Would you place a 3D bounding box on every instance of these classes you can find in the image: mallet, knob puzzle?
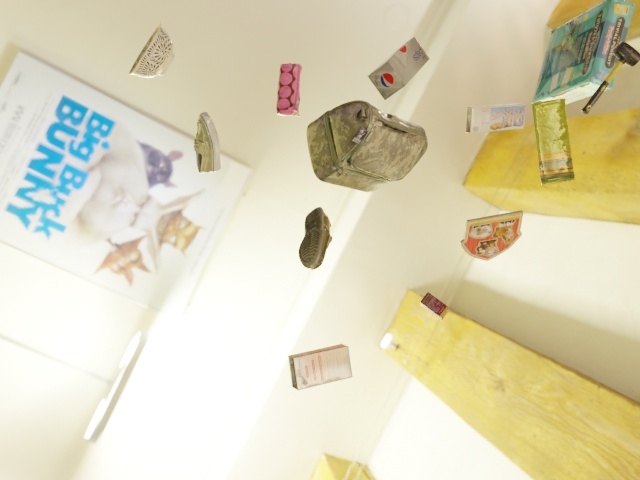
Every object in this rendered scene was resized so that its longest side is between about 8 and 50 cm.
[{"bbox_3d":[0.684,-0.392,1.504,0.189,0.062,0.039,-48,-172,3],"label":"mallet"},{"bbox_3d":[0.522,0.001,1.904,0.213,0.213,0.030,-52,-146,34],"label":"knob puzzle"}]

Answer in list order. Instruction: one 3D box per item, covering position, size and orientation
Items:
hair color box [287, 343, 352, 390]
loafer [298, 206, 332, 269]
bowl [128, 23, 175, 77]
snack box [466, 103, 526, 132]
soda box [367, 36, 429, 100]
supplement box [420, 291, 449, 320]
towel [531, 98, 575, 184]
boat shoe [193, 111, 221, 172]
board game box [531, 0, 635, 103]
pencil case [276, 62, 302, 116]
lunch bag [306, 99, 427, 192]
[{"bbox_3d":[-0.001,0.352,1.750,0.053,0.167,0.093,177,-95,-68],"label":"hair color box"},{"bbox_3d":[0.000,0.000,1.872,0.094,0.087,0.251,-31,-149,30],"label":"loafer"},{"bbox_3d":[-0.465,-0.520,1.778,0.170,0.080,0.170,-43,-152,30],"label":"bowl"},{"bbox_3d":[0.448,-0.312,1.595,0.022,0.178,0.064,30,-56,59],"label":"snack box"},{"bbox_3d":[0.258,-0.565,2.039,0.091,0.098,0.286,-29,-166,39],"label":"soda box"},{"bbox_3d":[0.361,0.209,1.981,0.043,0.083,0.055,-50,161,-8],"label":"supplement box"},{"bbox_3d":[0.665,-0.280,1.786,0.021,0.102,0.237,-150,-130,-81],"label":"towel"},{"bbox_3d":[-0.470,-0.386,2.558,0.109,0.094,0.302,53,-23,36],"label":"boat shoe"},{"bbox_3d":[0.797,-0.562,1.928,0.336,0.079,0.253,-166,-88,-81],"label":"board game box"},{"bbox_3d":[-0.115,-0.582,2.414,0.098,0.095,0.209,-8,-101,57],"label":"pencil case"},{"bbox_3d":[0.142,-0.290,1.867,0.256,0.305,0.212,-27,-116,39],"label":"lunch bag"}]
